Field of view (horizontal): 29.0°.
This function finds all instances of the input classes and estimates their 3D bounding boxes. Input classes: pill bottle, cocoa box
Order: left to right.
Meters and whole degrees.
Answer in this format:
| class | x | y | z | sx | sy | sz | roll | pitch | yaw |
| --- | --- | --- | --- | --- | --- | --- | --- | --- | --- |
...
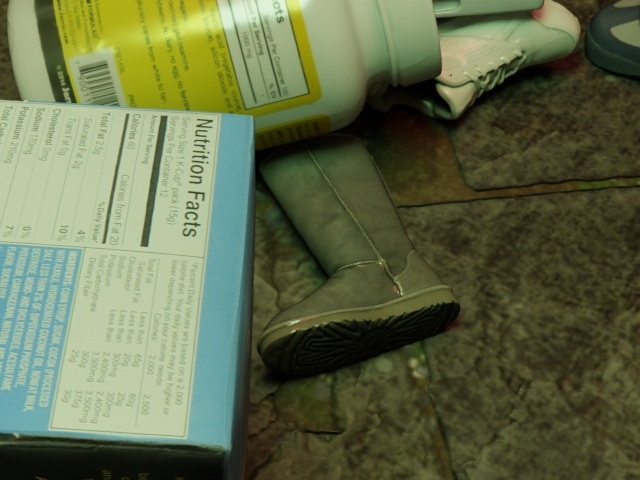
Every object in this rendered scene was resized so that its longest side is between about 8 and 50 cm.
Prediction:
| class | x | y | z | sx | sy | sz | roll | pitch | yaw |
| --- | --- | --- | --- | --- | --- | --- | --- | --- | --- |
| cocoa box | -0.157 | 0.115 | 0.730 | 0.228 | 0.347 | 0.231 | 3 | 48 | -3 |
| pill bottle | -0.076 | -0.166 | 1.043 | 0.334 | 0.188 | 0.188 | -14 | 50 | 1 |

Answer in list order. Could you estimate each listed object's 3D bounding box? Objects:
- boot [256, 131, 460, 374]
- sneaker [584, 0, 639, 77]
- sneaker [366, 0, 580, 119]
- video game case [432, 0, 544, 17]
| class | x | y | z | sx | sy | sz | roll | pitch | yaw |
| --- | --- | --- | --- | --- | --- | --- | --- | --- | --- |
| boot | -0.002 | 0.002 | 1.022 | 0.190 | 0.076 | 0.208 | -10 | 56 | -30 |
| sneaker | 0.403 | -0.240 | 1.176 | 0.319 | 0.131 | 0.112 | -6 | 50 | 22 |
| sneaker | 0.140 | -0.163 | 1.180 | 0.232 | 0.090 | 0.115 | -10 | 57 | -1 |
| video game case | 0.056 | -0.312 | 1.260 | 0.300 | 0.036 | 0.329 | -4 | 39 | 3 |
